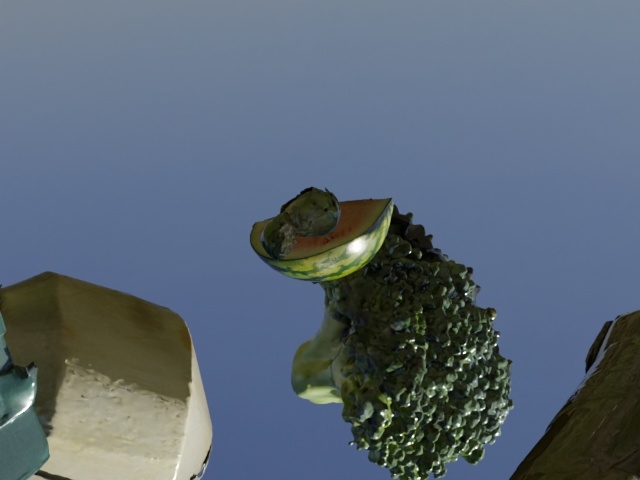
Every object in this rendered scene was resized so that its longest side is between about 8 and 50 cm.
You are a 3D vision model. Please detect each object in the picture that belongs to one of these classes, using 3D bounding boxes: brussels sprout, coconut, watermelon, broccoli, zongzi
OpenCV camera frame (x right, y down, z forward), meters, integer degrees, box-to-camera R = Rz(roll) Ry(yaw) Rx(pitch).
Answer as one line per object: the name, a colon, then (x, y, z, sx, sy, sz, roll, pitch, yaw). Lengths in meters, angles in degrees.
brussels sprout: (-0.022, -0.016, 1.452, 0.083, 0.046, 0.051, -30, -162, -25)
coconut: (-0.265, 0.193, 1.745, 0.323, 0.323, 0.323, -5, -165, 1)
watermelon: (0.003, 0.013, 1.714, 0.163, 0.069, 0.087, -10, -142, 20)
broccoli: (0.104, 0.127, 2.012, 0.272, 0.324, 0.334, 17, -168, 31)
zongzi: (0.369, 0.354, 1.557, 0.218, 0.467, 0.500, -27, -169, 43)

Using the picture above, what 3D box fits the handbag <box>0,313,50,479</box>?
handbag: (-0.356, 0.096, 1.241, 0.238, 0.326, 0.089, -35, -148, -31)
